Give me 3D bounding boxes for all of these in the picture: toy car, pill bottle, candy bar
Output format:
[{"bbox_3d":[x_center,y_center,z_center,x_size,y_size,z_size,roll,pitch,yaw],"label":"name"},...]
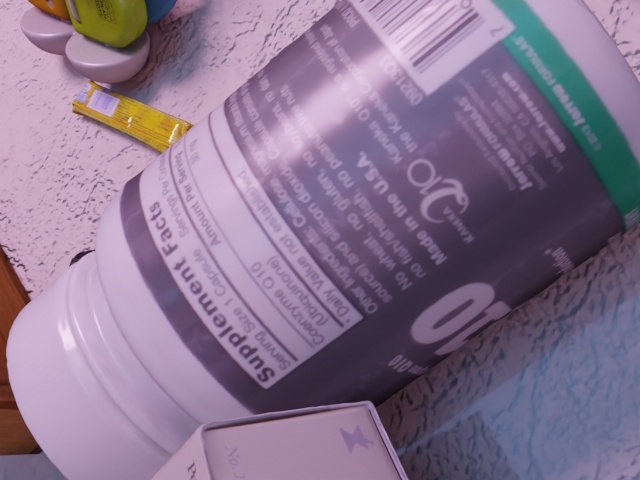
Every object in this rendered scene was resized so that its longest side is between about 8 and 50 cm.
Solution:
[{"bbox_3d":[-0.203,-0.246,0.652,0.182,0.159,0.136,32,55,29],"label":"toy car"},{"bbox_3d":[0.000,0.000,0.442,0.361,0.204,0.204,-38,64,12],"label":"pill bottle"},{"bbox_3d":[-0.170,-0.111,0.656,0.161,0.018,0.040,25,85,29],"label":"candy bar"}]

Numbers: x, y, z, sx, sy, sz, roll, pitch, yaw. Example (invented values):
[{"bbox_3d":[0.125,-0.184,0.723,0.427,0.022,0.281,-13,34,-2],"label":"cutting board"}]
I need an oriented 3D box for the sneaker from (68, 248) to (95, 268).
[{"bbox_3d":[-0.126,-0.010,0.593,0.170,0.051,0.089,-2,76,20],"label":"sneaker"}]

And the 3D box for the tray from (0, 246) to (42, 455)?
[{"bbox_3d":[-0.378,-0.002,0.619,0.076,0.203,0.411,-44,63,9],"label":"tray"}]

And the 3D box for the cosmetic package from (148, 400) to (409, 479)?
[{"bbox_3d":[-0.066,0.235,0.389,0.309,0.113,0.160,-51,51,35],"label":"cosmetic package"}]
